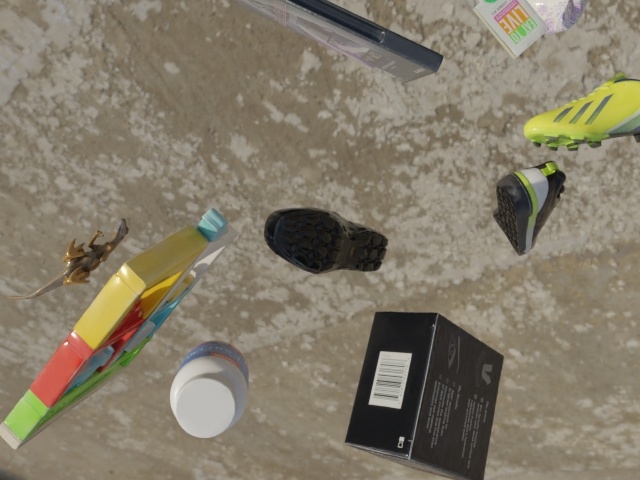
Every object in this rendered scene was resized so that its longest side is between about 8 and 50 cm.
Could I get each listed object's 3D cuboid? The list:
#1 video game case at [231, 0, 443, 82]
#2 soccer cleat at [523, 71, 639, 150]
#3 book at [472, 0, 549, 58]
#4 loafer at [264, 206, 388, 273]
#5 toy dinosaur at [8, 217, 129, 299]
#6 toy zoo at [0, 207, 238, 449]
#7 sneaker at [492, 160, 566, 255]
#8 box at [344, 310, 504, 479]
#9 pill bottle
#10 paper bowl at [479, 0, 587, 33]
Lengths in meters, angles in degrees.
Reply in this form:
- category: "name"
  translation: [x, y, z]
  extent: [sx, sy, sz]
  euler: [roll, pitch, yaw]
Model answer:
- category: "video game case"
  translation: [0.005, -0.267, 0.823]
  extent: [0.274, 0.196, 0.026]
  euler: [22, 98, -7]
- category: "soccer cleat"
  translation: [0.488, -0.225, 1.148]
  extent: [0.289, 0.121, 0.093]
  euler: [-7, 179, -3]
- category: "book"
  translation: [0.419, -0.488, 1.461]
  extent: [0.096, 0.035, 0.144]
  euler: [-42, 94, 6]
- category: "loafer"
  translation: [0.000, 0.000, 0.811]
  extent: [0.078, 0.076, 0.223]
  euler: [20, -175, 35]
- category: "toy dinosaur"
  translation: [-0.371, 0.046, 1.000]
  extent: [0.064, 0.211, 0.112]
  euler: [55, 166, -2]
- category: "toy zoo"
  translation: [-0.189, 0.074, 0.681]
  extent: [0.030, 0.192, 0.293]
  euler: [43, 113, 3]
- category: "sneaker"
  translation: [0.318, -0.047, 0.977]
  extent: [0.097, 0.084, 0.235]
  euler: [-29, 160, 3]
- category: "box"
  translation: [0.124, 0.180, 0.759]
  extent: [0.093, 0.156, 0.158]
  euler: [-4, 152, 44]
- category: "pill bottle"
  translation: [-0.179, 0.243, 1.090]
  extent: [0.124, 0.124, 0.221]
  euler: [19, 180, -7]
- category: "paper bowl"
  translation: [0.517, -0.643, 1.593]
  extent: [0.284, 0.148, 0.284]
  euler: [28, 171, 5]
